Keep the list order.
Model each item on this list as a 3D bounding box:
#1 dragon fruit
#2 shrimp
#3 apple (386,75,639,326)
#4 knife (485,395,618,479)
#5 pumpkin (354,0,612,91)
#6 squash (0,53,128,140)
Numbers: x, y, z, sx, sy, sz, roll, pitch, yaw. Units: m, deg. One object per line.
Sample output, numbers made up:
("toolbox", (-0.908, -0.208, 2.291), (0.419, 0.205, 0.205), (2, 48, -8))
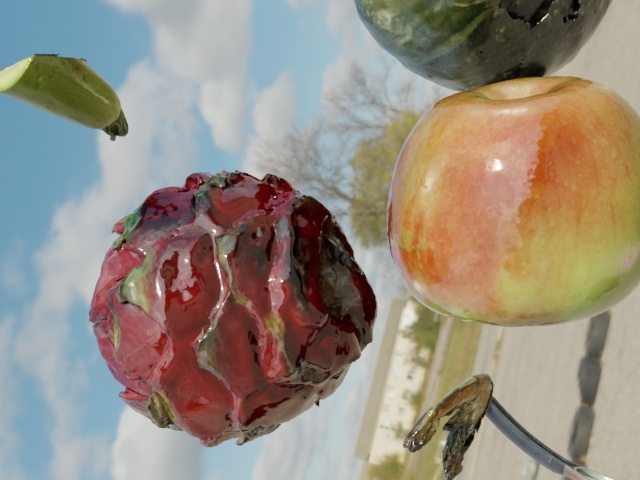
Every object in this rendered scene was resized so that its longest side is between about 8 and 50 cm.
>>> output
("dragon fruit", (-0.101, 0.072, 0.979), (0.329, 0.329, 0.329), (13, -90, -81))
("shrimp", (0.155, 0.255, 1.104), (0.148, 0.035, 0.195), (-19, -48, -43))
("apple", (0.231, -0.048, 0.997), (0.319, 0.319, 0.277), (-38, -53, -76))
("knife", (0.343, 0.320, 1.377), (0.053, 0.278, 0.123), (-58, -31, 4))
("pumpkin", (0.253, -0.450, 1.304), (0.344, 0.455, 0.454), (14, 91, 63))
("squash", (-0.296, -0.178, 1.039), (0.200, 0.090, 0.075), (25, -137, -56))
